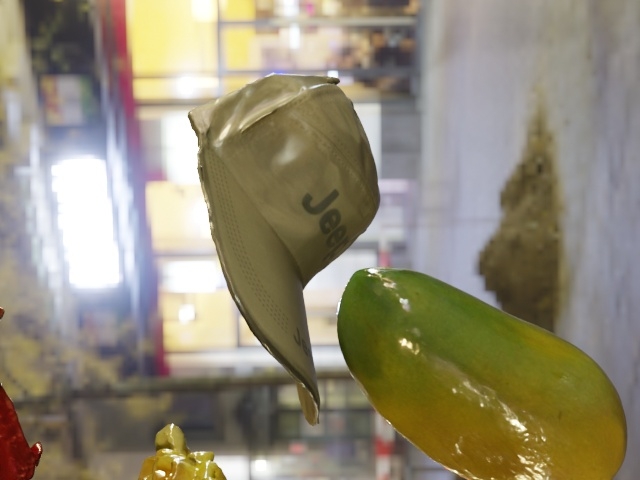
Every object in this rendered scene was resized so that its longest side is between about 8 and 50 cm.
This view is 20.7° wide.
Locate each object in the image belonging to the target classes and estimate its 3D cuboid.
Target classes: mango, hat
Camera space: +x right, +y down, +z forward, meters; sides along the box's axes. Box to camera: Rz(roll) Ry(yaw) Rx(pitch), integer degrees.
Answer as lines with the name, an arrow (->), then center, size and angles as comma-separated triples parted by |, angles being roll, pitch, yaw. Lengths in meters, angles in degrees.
mango -> 0.105, 0.101, 1.199 | 0.137, 0.237, 0.091 | -50, 13, 46
hat -> 0.000, 0.000, 1.317 | 0.244, 0.149, 0.214 | 61, 180, 36

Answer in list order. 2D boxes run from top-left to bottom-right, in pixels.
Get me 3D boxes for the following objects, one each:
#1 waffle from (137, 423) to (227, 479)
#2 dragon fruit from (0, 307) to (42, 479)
waffle -> -0.087, 0.231, 0.994 | 0.243, 0.059, 0.237 | -128, 50, -70
dragon fruit -> -0.229, 0.113, 0.966 | 0.092, 0.122, 0.192 | -31, 54, 38
